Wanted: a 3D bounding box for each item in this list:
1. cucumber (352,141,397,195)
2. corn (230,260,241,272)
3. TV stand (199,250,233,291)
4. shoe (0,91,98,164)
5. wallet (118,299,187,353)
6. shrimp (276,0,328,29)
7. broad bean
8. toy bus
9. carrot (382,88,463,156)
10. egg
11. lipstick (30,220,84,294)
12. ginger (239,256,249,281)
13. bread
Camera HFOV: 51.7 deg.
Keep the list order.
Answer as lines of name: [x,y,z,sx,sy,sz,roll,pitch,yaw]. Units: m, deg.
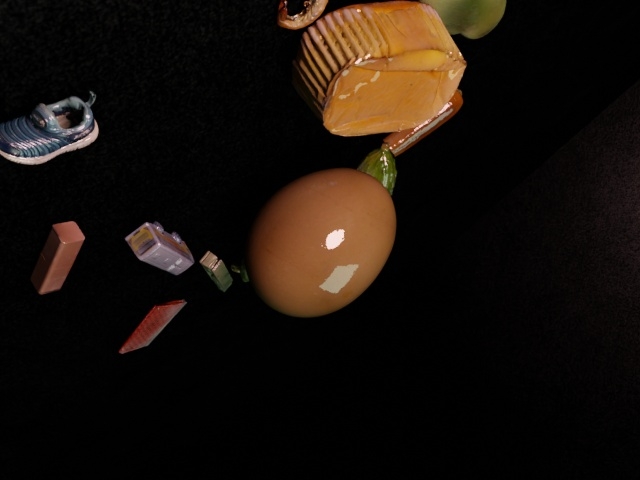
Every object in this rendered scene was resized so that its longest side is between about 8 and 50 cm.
cucumber: [0.133,-0.154,1.656,0.134,0.134,0.244,-27,154,-29]
corn: [-0.211,0.072,1.718,0.027,0.028,0.083,-49,162,1]
TV stand: [-0.254,0.085,1.656,0.036,0.042,0.249,-54,168,-15]
shoe: [-0.351,-0.146,0.847,0.143,0.064,0.071,-26,161,-38]
wallet: [-0.432,0.219,1.692,0.196,0.020,0.103,-46,161,28]
shrimp: [-0.016,-0.364,0.986,0.091,0.025,0.127,-12,153,-50]
broad bean: [0.264,-0.445,1.194,0.228,0.100,0.169,-14,154,-43]
toy bus: [-0.313,0.017,1.311,0.064,0.075,0.190,-38,162,1]
carrot: [0.256,-0.292,1.618,0.225,0.067,0.067,-37,163,9]
egg: [0.000,0.000,1.492,0.374,0.301,0.301,-47,163,-7]
lipstick: [-0.453,0.031,1.133,0.045,0.045,0.145,-14,150,-48]
ginger: [-0.121,0.066,1.766,0.137,0.089,0.290,-44,162,7]
bread: [0.095,-0.299,1.128,0.288,0.156,0.204,-15,152,-23]
